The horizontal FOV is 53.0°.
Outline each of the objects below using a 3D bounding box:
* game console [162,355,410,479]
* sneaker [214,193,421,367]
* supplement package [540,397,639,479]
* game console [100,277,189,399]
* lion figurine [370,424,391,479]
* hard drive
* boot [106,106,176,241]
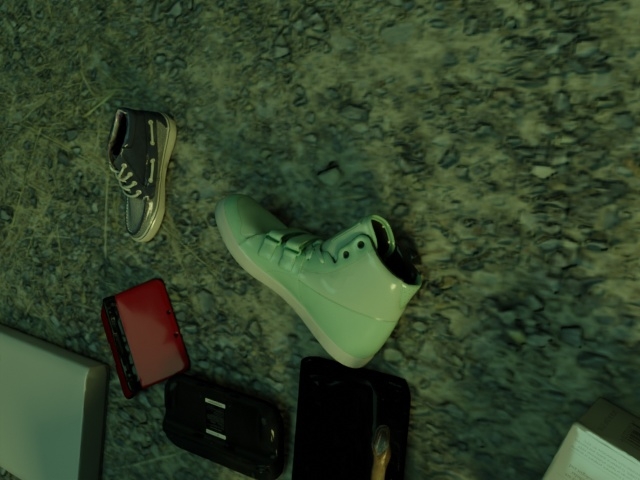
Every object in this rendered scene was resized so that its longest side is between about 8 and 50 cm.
[{"bbox_3d":[-0.062,0.236,0.793,0.361,0.044,0.213,8,95,32],"label":"game console"},{"bbox_3d":[0.001,0.000,0.713,0.256,0.094,0.151,44,120,15],"label":"sneaker"},{"bbox_3d":[0.236,0.246,0.551,0.105,0.105,0.180,30,106,30],"label":"supplement package"},{"bbox_3d":[-0.262,0.146,0.945,0.144,0.085,0.124,69,153,14],"label":"game console"},{"bbox_3d":[0.117,0.392,0.602,0.142,0.240,0.393,-15,58,9],"label":"lion figurine"},{"bbox_3d":[-0.494,0.283,1.086,0.352,0.047,0.233,10,96,35],"label":"hard drive"},{"bbox_3d":[-0.264,-0.091,0.898,0.069,0.086,0.190,16,100,33],"label":"boot"}]
